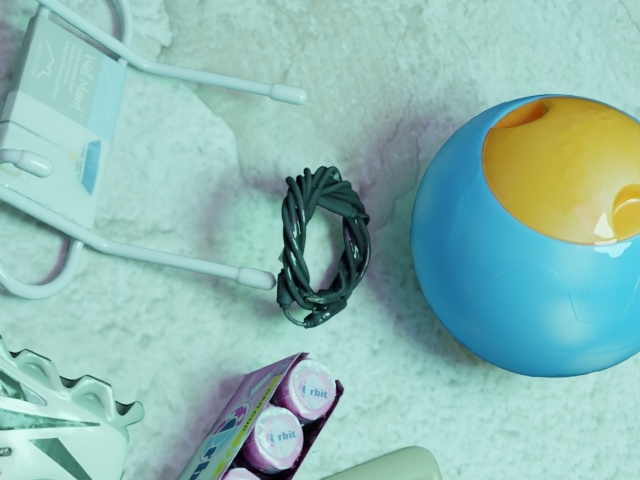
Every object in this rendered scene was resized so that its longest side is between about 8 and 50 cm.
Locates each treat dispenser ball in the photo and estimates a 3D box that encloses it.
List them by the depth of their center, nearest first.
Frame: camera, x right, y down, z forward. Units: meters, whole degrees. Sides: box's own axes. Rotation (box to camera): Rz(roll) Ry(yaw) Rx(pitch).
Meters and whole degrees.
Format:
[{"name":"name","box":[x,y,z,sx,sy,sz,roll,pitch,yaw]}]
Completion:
[{"name":"treat dispenser ball","box":[0.235,-0.004,1.460,0.288,0.288,0.288,10,69,-28]}]

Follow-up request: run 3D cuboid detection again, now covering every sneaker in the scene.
[{"name":"sneaker","box":[-0.307,0.145,1.179,0.330,0.122,0.146,27,60,-21]}]

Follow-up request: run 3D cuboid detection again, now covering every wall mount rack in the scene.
[{"name":"wall mount rack","box":[-0.171,-0.098,1.343,0.304,0.130,0.350,30,60,-41]}]

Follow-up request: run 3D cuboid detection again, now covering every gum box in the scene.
[{"name":"gum box","box":[-0.061,0.192,1.322,0.062,0.107,0.188,42,57,-13]}]

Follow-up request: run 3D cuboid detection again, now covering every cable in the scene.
[{"name":"cable","box":[0.000,0.000,1.416,0.184,0.047,0.150,-30,113,-61]}]

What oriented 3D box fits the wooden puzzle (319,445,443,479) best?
[{"name":"wooden puzzle","box":[0.060,0.337,1.386,0.221,0.044,0.238,-15,82,-34]}]
